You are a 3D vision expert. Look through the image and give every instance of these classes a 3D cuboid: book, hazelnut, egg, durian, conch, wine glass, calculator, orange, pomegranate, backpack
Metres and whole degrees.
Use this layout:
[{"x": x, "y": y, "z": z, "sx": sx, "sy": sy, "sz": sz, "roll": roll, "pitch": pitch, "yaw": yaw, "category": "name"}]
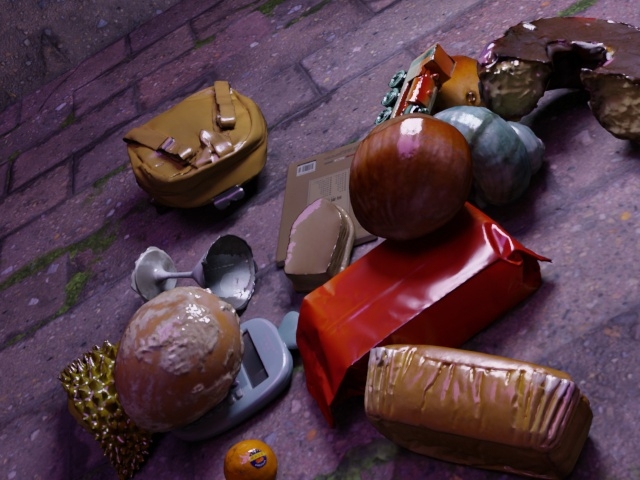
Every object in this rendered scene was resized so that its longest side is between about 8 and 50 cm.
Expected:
[{"x": 0.018, "y": -0.088, "z": 1.487, "sx": 0.217, "sy": 0.021, "sz": 0.310, "roll": -16, "pitch": 41, "yaw": 19, "category": "book"}, {"x": 0.139, "y": -0.095, "z": 1.112, "sx": 0.214, "sy": 0.176, "sz": 0.214, "roll": -41, "pitch": 38, "yaw": 44, "category": "hazelnut"}, {"x": -0.232, "y": 0.190, "z": 1.159, "sx": 0.203, "sy": 0.203, "sz": 0.245, "roll": 20, "pitch": 78, "yaw": 46, "category": "egg"}, {"x": -0.386, "y": 0.278, "z": 1.304, "sx": 0.172, "sy": 0.166, "sz": 0.306, "roll": -22, "pitch": 34, "yaw": -37, "category": "durian"}, {"x": 0.269, "y": -0.136, "z": 1.241, "sx": 0.277, "sy": 0.220, "sz": 0.195, "roll": -17, "pitch": 54, "yaw": -9, "category": "conch"}, {"x": -0.258, "y": 0.068, "z": 1.421, "sx": 0.232, "sy": 0.156, "sz": 0.156, "roll": -4, "pitch": 47, "yaw": 36, "category": "wine glass"}, {"x": -0.144, "y": 0.232, "z": 1.243, "sx": 0.299, "sy": 0.041, "sz": 0.185, "roll": -36, "pitch": 39, "yaw": -1, "category": "calculator"}, {"x": -0.105, "y": 0.340, "z": 1.071, "sx": 0.083, "sy": 0.083, "sz": 0.083, "roll": -19, "pitch": 40, "yaw": 17, "category": "orange"}, {"x": 0.253, "y": -0.265, "z": 1.389, "sx": 0.191, "sy": 0.191, "sz": 0.191, "roll": -19, "pitch": 40, "yaw": 17, "category": "pomegranate"}, {"x": -0.284, "y": -0.205, "z": 1.676, "sx": 0.353, "sy": 0.201, "sz": 0.378, "roll": -32, "pitch": 36, "yaw": 0, "category": "backpack"}]

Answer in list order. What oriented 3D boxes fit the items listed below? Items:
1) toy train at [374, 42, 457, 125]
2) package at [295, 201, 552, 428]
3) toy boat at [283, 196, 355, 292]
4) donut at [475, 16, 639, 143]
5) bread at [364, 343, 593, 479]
[{"x": 0.164, "y": -0.250, "z": 1.245, "sx": 0.118, "sy": 0.074, "sz": 0.176, "roll": -27, "pitch": 33, "yaw": 51, "category": "toy train"}, {"x": 0.140, "y": 0.097, "z": 1.126, "sx": 0.423, "sy": 0.123, "sz": 0.196, "roll": -34, "pitch": 36, "yaw": -4, "category": "package"}, {"x": 0.000, "y": 0.000, "z": 1.343, "sx": 0.116, "sy": 0.061, "sz": 0.188, "roll": -5, "pitch": 58, "yaw": 28, "category": "toy boat"}, {"x": 0.458, "y": -0.295, "z": 1.262, "sx": 0.345, "sy": 0.136, "sz": 0.259, "roll": 15, "pitch": 41, "yaw": 21, "category": "donut"}, {"x": 0.198, "y": 0.219, "z": 0.933, "sx": 0.288, "sy": 0.152, "sz": 0.119, "roll": 2, "pitch": 56, "yaw": 36, "category": "bread"}]
